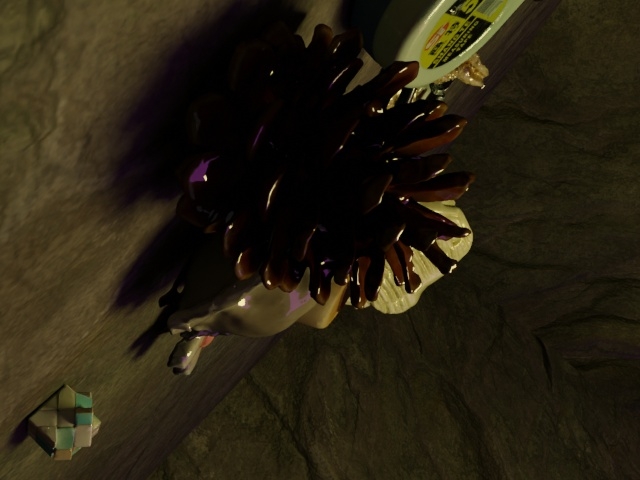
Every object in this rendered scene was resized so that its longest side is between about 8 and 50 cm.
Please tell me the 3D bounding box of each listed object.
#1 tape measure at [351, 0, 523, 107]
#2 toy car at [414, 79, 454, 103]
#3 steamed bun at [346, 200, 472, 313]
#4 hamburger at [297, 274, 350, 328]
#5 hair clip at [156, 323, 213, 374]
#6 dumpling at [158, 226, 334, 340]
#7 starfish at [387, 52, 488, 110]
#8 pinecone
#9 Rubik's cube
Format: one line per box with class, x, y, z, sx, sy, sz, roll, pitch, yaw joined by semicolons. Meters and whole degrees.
tape measure;0.099;-0.221;0.768;0.215;0.098;0.351;-16;151;-55
toy car;0.228;-0.307;1.358;0.205;0.056;0.095;-48;174;-41
steamed bun;0.121;-0.020;1.507;0.393;0.237;0.347;-11;125;-23
hamburger;0.000;0.000;1.096;0.302;0.170;0.302;-58;173;-12
hair clip;-0.162;0.085;0.991;0.257;0.075;0.146;-55;172;15
dumpling;-0.052;0.041;0.831;0.293;0.204;0.164;-37;122;-43
starfish;0.191;-0.285;1.080;0.324;0.082;0.432;-35;165;-28
pinecone;0.018;-0.060;0.606;0.264;0.264;0.264;-48;173;-8
Rubik's cube;-0.303;0.224;0.821;0.084;0.073;0.075;-45;172;-21
